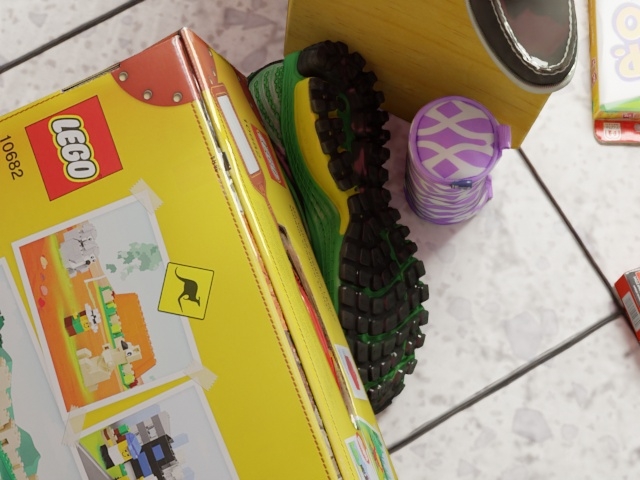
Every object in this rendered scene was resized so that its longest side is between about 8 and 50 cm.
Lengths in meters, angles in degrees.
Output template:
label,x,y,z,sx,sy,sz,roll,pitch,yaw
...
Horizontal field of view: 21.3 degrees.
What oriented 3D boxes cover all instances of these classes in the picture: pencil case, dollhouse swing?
label,x,y,z,sx,sy,sz,roll,pitch,yaw
pencil case,0.120,-0.070,1.528,0.088,0.206,0.086,-9,81,-1
dollhouse swing,0.118,-0.309,1.520,0.315,0.347,0.305,27,73,3

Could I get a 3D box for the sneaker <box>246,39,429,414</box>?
label,x,y,z,sx,sy,sz,roll,pitch,yaw
sneaker,0.000,0.000,1.553,0.134,0.146,0.344,-4,83,-51

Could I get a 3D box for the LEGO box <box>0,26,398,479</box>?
label,x,y,z,sx,sy,sz,roll,pitch,yaw
LEGO box,-0.166,0.138,1.397,0.372,0.193,0.500,-23,77,10

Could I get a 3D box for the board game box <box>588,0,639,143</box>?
label,x,y,z,sx,sy,sz,roll,pitch,yaw
board game box,0.328,-0.221,1.676,0.124,0.039,0.259,1,77,-3

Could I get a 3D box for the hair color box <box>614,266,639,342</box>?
label,x,y,z,sx,sy,sz,roll,pitch,yaw
hair color box,0.357,0.044,1.596,0.141,0.043,0.072,-20,76,-10

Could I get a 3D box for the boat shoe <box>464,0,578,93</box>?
label,x,y,z,sx,sy,sz,roll,pitch,yaw
boat shoe,0.145,-0.224,1.280,0.081,0.069,0.228,-13,76,-8
